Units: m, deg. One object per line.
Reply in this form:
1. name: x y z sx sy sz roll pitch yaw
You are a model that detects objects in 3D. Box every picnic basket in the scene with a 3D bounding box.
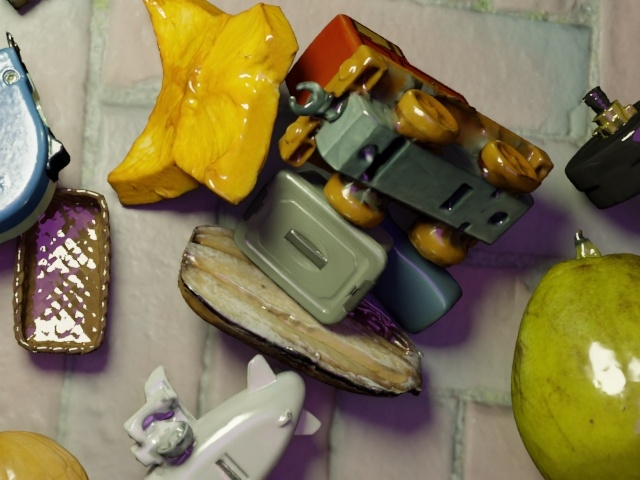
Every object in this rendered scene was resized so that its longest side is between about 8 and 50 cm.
1. picnic basket: -0.298 0.037 1.288 0.110 0.055 0.193 2 79 -6

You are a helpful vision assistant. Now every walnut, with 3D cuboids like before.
1. walnut: -0.331 0.314 1.181 0.193 0.193 0.226 -19 90 -14

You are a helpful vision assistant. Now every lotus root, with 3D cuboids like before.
1. lotus root: -0.027 0.101 1.319 0.329 0.078 0.167 31 39 -8

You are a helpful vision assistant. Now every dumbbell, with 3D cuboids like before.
1. dumbbell: 0.463 -0.038 1.400 0.185 0.185 0.388 -40 91 -15

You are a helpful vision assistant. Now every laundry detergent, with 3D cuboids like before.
1. laundry detergent: 0.077 0.016 1.359 0.206 0.096 0.061 48 48 2

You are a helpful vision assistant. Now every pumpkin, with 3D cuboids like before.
1. pumpkin: -0.135 -0.176 1.275 0.095 0.258 0.290 18 78 -43

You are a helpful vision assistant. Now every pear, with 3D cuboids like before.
1. pear: 0.364 0.161 1.311 0.287 0.287 0.375 -11 71 -13

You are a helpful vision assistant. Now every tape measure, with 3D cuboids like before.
1. tape measure: -0.463 -0.074 1.229 0.351 0.098 0.215 -24 78 -5

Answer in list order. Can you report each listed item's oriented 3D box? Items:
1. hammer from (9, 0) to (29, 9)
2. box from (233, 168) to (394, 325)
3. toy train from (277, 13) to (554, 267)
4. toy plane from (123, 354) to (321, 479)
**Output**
1. hammer: -0.219 -0.440 1.345 0.440 0.168 0.044 -43 121 -6
2. box: 0.000 0.000 1.294 0.172 0.093 0.124 42 116 7
3. toy train: 0.098 -0.122 1.293 0.369 0.163 0.232 23 33 -37
4. toy plane: -0.111 0.243 1.268 0.252 0.118 0.252 -3 98 -24
